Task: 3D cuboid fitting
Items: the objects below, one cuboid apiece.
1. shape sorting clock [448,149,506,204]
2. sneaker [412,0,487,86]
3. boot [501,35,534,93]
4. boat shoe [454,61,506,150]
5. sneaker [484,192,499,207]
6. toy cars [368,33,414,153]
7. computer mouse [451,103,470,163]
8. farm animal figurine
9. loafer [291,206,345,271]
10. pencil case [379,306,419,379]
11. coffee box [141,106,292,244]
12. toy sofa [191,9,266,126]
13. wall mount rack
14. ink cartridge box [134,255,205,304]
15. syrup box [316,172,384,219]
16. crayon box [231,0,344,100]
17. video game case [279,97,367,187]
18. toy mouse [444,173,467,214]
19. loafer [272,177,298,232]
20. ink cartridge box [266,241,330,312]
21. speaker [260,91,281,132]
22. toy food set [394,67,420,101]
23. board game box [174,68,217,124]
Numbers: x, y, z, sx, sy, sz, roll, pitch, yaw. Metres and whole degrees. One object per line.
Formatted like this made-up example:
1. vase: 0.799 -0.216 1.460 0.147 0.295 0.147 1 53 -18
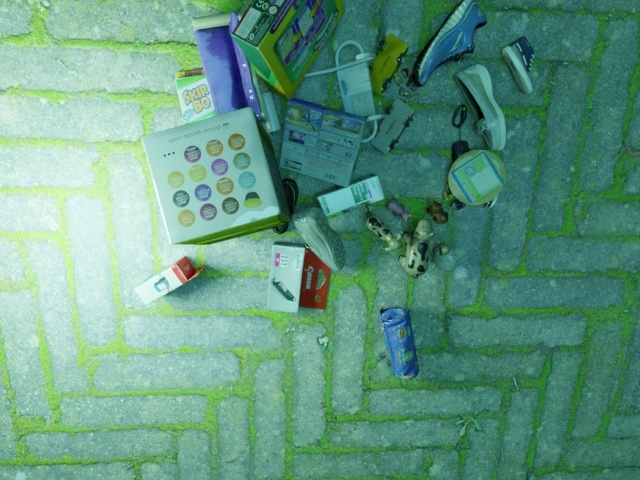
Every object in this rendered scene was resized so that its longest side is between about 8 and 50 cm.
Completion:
1. shape sorting clock: 0.587 -0.236 1.503 0.206 0.040 0.206 1 103 4
2. sneaker: 0.452 -0.666 1.384 0.147 0.130 0.330 38 99 -9
3. boot: 0.739 -0.632 1.440 0.086 0.069 0.190 -33 102 7
4. boat shoe: 0.584 -0.473 1.452 0.103 0.118 0.320 -20 101 7
5. sneaker: 0.646 -0.217 1.548 0.077 0.072 0.178 7 96 7
6. toy cars: 0.252 -0.513 1.426 0.177 0.087 0.393 1 109 32
7. computer mouse: 0.532 -0.386 1.504 0.071 0.041 0.242 -6 104 -2
8. farm animal figurine: 0.349 -0.006 1.518 0.331 0.172 0.326 -12 105 -1
9. loafer: 0.000 0.000 1.504 0.112 0.112 0.319 -4 133 31
10. pencil case: 0.324 0.422 1.649 0.133 0.119 0.306 -20 106 -24
11. coffee box: -0.307 -0.180 1.307 0.338 0.338 0.334 -15 88 1
12. toy sofa: -0.302 -0.545 1.324 0.150 0.177 0.362 -16 106 -13
13. wall mount rack: 0.062 -0.505 1.404 0.304 0.130 0.349 -6 105 29
14. ink cartridge box: -0.562 0.137 1.511 0.231 0.134 0.078 -30 104 3
15. syrup box: 0.110 -0.167 1.501 0.237 0.096 0.093 -19 106 2
16. crayon box: -0.080 -0.667 1.220 0.106 0.313 0.362 32 90 12
17. video game case: 0.003 -0.338 1.393 0.270 0.061 0.244 18 126 8
18. toy mouse: 0.548 -0.175 1.562 0.143 0.031 0.160 6 104 -5
19. loafer: -0.131 -0.123 1.504 0.080 0.078 0.219 9 103 -6
20. ink cartridge box: -0.082 0.153 1.588 0.239 0.060 0.275 6 103 -4
21. speaker: -0.183 -0.455 1.430 0.055 0.055 0.136 -15 104 0
22. toy food set: 0.315 -0.571 1.455 0.078 0.019 0.122 -22 97 1
23. board game box: -0.429 -0.470 1.422 0.124 0.039 0.259 -10 102 -3
